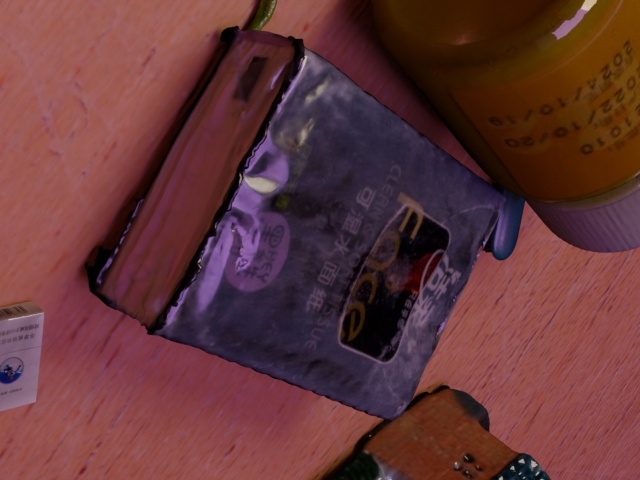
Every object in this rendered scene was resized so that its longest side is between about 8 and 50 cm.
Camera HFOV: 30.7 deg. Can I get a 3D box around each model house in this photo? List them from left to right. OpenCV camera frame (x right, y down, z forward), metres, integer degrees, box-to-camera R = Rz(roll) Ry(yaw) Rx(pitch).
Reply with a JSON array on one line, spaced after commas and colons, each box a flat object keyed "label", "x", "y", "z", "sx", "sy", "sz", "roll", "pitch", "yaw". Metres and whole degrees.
[{"label": "model house", "x": 0.155, "y": 0.332, "z": 1.279, "sx": 0.253, "sy": 0.291, "sz": 0.184, "roll": -31, "pitch": 128, "yaw": -30}]

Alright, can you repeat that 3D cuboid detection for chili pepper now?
[{"label": "chili pepper", "x": -0.047, "y": -0.203, "z": 0.934, "sx": 0.030, "sy": 0.017, "sz": 0.083, "roll": -9, "pitch": 122, "yaw": -19}]

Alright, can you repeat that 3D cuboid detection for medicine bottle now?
[{"label": "medicine bottle", "x": 0.224, "y": -0.150, "z": 1.085, "sx": 0.224, "sy": 0.224, "sz": 0.384, "roll": -54, "pitch": 140, "yaw": -6}]

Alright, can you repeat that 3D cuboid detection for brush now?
[{"label": "brush", "x": 0.209, "y": -0.074, "z": 1.279, "sx": 0.043, "sy": 0.032, "sz": 0.193, "roll": 3, "pitch": 100, "yaw": -43}]

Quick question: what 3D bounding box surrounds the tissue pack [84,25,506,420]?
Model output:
[{"label": "tissue pack", "x": 0.000, "y": 0.000, "z": 1.032, "sx": 0.361, "sy": 0.122, "sz": 0.259, "roll": 30, "pitch": 88, "yaw": -49}]

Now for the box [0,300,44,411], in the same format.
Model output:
[{"label": "box", "x": -0.246, "y": 0.092, "z": 0.906, "sx": 0.054, "sy": 0.024, "sz": 0.083, "roll": -12, "pitch": 121, "yaw": -44}]
